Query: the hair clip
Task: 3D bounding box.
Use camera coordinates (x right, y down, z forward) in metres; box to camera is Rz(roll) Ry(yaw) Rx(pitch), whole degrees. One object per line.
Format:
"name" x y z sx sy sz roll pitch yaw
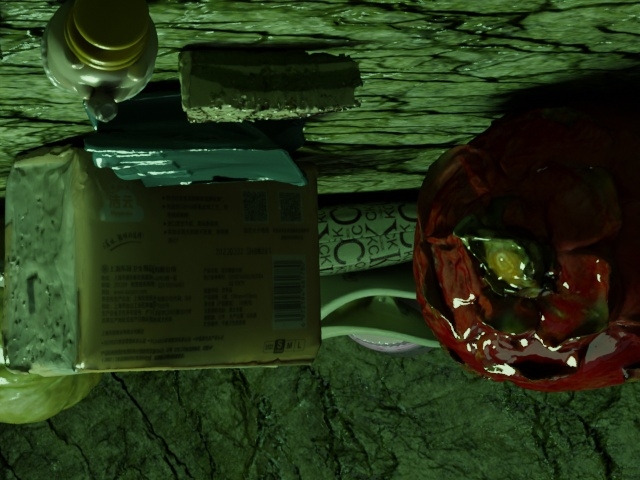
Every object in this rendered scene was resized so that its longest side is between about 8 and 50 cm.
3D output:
"hair clip" 0.055 0.073 2.119 0.282 0.113 0.172 1 -161 -4

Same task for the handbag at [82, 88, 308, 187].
"handbag" -0.105 -0.086 1.442 0.179 0.062 0.229 -2 174 7

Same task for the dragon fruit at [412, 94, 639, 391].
"dragon fruit" 0.228 0.002 1.522 0.277 0.277 0.342 -10 180 40

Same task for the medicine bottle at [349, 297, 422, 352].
"medicine bottle" 0.102 0.068 2.339 0.178 0.178 0.291 -5 173 6

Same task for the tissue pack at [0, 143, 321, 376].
"tissue pack" -0.176 0.024 1.691 0.306 0.238 0.239 1 172 -44

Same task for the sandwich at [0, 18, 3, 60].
"sandwich" -0.245 -0.123 1.128 0.105 0.035 0.093 -11 169 40

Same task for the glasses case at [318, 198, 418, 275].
"glasses case" 0.000 0.000 2.046 0.355 0.085 0.137 -7 -177 -10

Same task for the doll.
"doll" -0.140 -0.112 1.083 0.073 0.084 0.127 -1 165 -14

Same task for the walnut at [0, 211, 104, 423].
"walnut" -0.362 0.076 1.921 0.283 0.227 0.283 0 -143 0

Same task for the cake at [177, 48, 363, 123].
"cake" -0.040 -0.114 1.263 0.140 0.051 0.055 0 172 -14
